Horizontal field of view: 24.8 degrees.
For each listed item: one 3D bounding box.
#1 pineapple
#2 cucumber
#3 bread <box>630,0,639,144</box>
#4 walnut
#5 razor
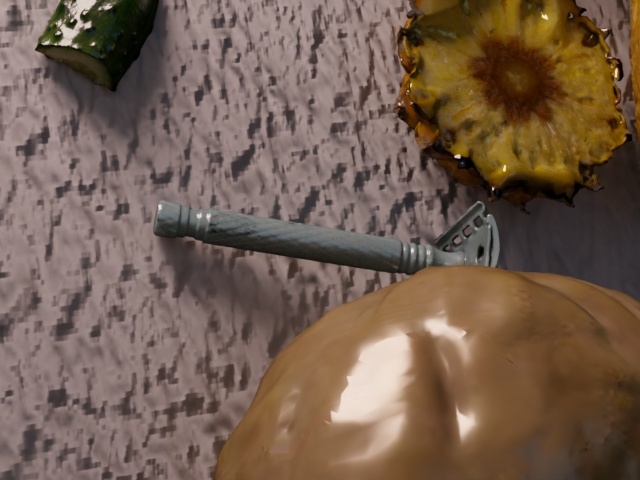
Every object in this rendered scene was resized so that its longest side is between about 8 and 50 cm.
[{"bbox_3d":[0.138,-0.115,1.105,0.224,0.076,0.225,9,70,-24],"label":"pineapple"},{"bbox_3d":[-0.146,-0.164,1.018,0.067,0.035,0.107,29,64,-12],"label":"cucumber"},{"bbox_3d":[0.307,-0.147,1.109,0.139,0.240,0.240,-5,74,14],"label":"bread"},{"bbox_3d":[0.098,0.196,0.868,0.381,0.381,0.381,7,73,-22],"label":"walnut"},{"bbox_3d":[0.000,0.000,1.015,0.232,0.106,0.068,10,71,-11],"label":"razor"}]
